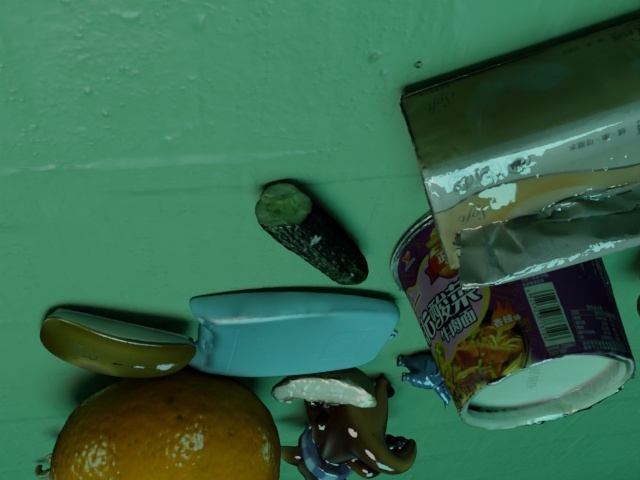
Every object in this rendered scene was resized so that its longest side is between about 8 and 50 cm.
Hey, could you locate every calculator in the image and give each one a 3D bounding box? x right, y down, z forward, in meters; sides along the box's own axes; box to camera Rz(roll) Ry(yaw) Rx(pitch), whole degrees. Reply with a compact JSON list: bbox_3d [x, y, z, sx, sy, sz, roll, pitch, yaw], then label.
[{"bbox_3d":[-0.041,0.171,1.131,0.387,0.054,0.256,0,143,-17],"label":"calculator"}]

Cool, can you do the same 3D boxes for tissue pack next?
[{"bbox_3d":[0.274,-0.076,0.727,0.306,0.238,0.238,-17,144,8],"label":"tissue pack"}]

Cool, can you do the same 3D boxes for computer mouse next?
[{"bbox_3d":[-0.325,0.175,1.032,0.245,0.056,0.126,17,138,-24],"label":"computer mouse"}]

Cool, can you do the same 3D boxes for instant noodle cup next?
[{"bbox_3d":[0.296,0.115,0.963,0.340,0.265,0.339,-8,145,-6],"label":"instant noodle cup"}]

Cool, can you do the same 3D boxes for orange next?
[{"bbox_3d":[-0.279,0.430,1.188,0.424,0.326,0.424,-8,146,-5],"label":"orange"}]

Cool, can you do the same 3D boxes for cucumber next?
[{"bbox_3d":[0.001,0.001,0.892,0.075,0.074,0.241,-25,145,19],"label":"cucumber"}]

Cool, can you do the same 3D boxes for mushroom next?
[{"bbox_3d":[0.011,0.283,1.262,0.210,0.094,0.072,1,102,15],"label":"mushroom"}]

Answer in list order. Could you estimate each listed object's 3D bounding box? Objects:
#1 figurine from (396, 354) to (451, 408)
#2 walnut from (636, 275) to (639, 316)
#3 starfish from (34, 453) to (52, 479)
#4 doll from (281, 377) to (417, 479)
[{"bbox_3d":[0.252,0.262,1.296,0.178,0.114,0.144,5,141,-8],"label":"figurine"},{"bbox_3d":[0.665,0.097,1.101,0.245,0.198,0.198,3,142,-25],"label":"walnut"},{"bbox_3d":[-0.474,0.521,1.454,0.327,0.094,0.375,-7,152,33],"label":"starfish"},{"bbox_3d":[0.065,0.436,1.427,0.318,0.209,0.339,30,135,0],"label":"doll"}]
